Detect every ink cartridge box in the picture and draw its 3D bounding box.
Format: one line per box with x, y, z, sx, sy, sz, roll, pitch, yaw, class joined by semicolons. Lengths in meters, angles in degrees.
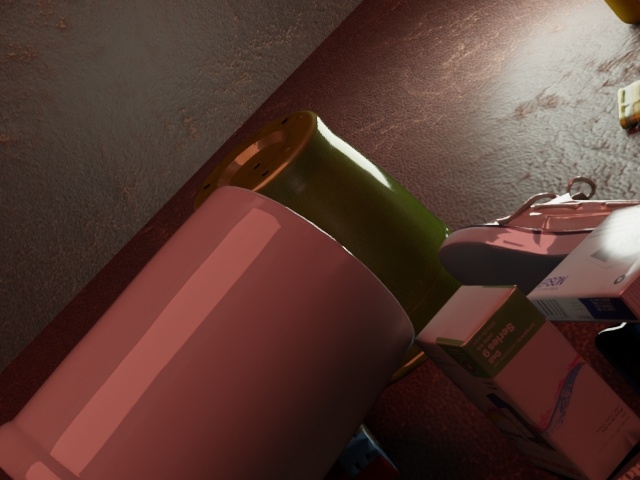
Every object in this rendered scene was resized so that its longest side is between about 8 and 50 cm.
0.351;0.001;1.021;0.224;0.045;0.223;-42;4;-13;ink cartridge box
0.222;0.153;1.021;0.093;0.212;0.154;-47;8;-12;ink cartridge box

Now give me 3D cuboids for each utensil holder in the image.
-0.120;0.179;1.076;0.385;0.327;0.328;-51;26;-17;utensil holder

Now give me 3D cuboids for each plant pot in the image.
0.000;0.000;1.478;0.366;0.353;0.366;-32;25;17;plant pot

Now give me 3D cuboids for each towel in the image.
0.584;-0.250;1.487;0.237;0.021;0.102;-22;34;32;towel

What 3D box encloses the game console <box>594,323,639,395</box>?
0.431;0.048;0.917;0.293;0.250;0.173;-21;51;0;game console

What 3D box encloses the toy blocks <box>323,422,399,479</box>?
-0.056;0.331;1.233;0.381;0.190;0.261;-40;35;-2;toy blocks

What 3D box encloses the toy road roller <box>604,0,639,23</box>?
0.584;-0.470;1.668;0.241;0.202;0.329;-33;16;46;toy road roller

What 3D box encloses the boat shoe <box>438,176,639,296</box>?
0.336;-0.013;1.283;0.367;0.136;0.156;-6;40;47;boat shoe

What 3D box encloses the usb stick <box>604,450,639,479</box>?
0.348;0.229;0.946;0.278;0.045;0.077;-40;24;0;usb stick
